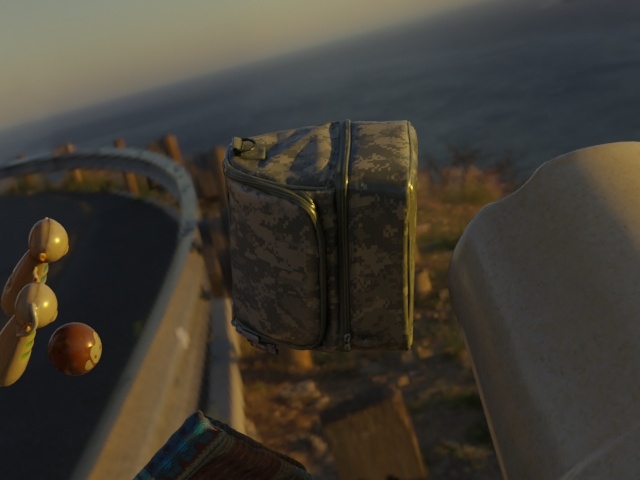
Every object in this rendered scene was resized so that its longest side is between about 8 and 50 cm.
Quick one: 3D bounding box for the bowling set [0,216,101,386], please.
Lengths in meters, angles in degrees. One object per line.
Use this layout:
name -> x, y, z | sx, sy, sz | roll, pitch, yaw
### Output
bowling set -> -0.294, 0.040, 1.132 | 0.200, 0.154, 0.287 | 16, 38, -23

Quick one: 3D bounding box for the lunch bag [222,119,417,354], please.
lunch bag -> 0.000, 0.000, 1.558 | 0.256, 0.305, 0.212 | 1, 34, 5

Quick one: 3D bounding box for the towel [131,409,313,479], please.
towel -> -0.161, 0.297, 0.866 | 0.370, 0.040, 0.271 | -49, -22, -4

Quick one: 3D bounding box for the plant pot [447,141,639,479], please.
plant pot -> 0.248, 0.105, 0.846 | 0.334, 0.334, 0.305 | -16, 50, -6
